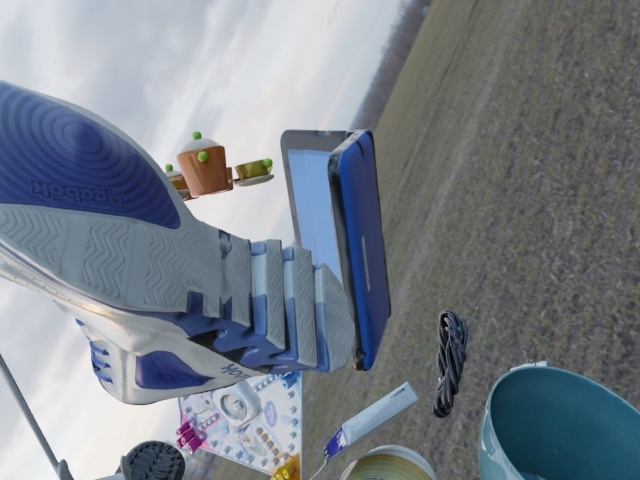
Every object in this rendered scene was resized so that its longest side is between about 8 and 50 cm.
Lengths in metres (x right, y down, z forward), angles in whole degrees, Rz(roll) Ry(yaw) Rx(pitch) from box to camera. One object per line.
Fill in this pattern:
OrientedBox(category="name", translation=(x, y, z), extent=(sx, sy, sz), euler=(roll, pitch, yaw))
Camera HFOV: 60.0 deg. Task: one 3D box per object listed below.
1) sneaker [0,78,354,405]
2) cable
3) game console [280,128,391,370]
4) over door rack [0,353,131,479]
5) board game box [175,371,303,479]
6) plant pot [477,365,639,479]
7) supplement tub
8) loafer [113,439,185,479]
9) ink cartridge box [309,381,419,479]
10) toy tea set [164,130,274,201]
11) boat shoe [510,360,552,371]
OrientedBox(category="sneaker", translation=(-0.139, 0.048, 0.410), extent=(0.182, 0.315, 0.127), euler=(-31, 43, 30))
OrientedBox(category="cable", translation=(0.193, 0.188, 0.848), extent=(0.184, 0.047, 0.151), euler=(77, -154, -61))
OrientedBox(category="game console", translation=(0.000, 0.000, 0.793), extent=(0.250, 0.173, 0.293), euler=(-53, -43, -63))
OrientedBox(category="over door rack", translation=(-0.294, 0.072, 0.539), extent=(0.239, 0.108, 0.324), euler=(-112, 0, -60))
OrientedBox(category="board game box", translation=(-0.228, 0.429, 1.433), extent=(0.050, 0.390, 0.390), euler=(-36, -48, -58))
OrientedBox(category="plant pot", translation=(0.369, 0.371, 0.866), extent=(0.290, 0.290, 0.195), euler=(-67, -8, -56))
OrientedBox(category="supplement tub", translation=(0.122, 0.549, 1.071), extent=(0.228, 0.228, 0.316), euler=(-64, -14, 10))
OrientedBox(category="loafer", translation=(-0.318, 0.485, 0.833), extent=(0.366, 0.134, 0.130), euler=(-54, -15, -53))
OrientedBox(category="ink cartridge box", translation=(0.073, 0.389, 1.122), extent=(0.224, 0.045, 0.223), euler=(-26, -23, -25))
OrientedBox(category="toy tea set", translation=(-0.265, -0.154, 1.178), extent=(0.336, 0.124, 0.200), euler=(-7, 8, 41))
OrientedBox(category="boat shoe", translation=(0.498, 0.460, 1.376), extent=(0.156, 0.136, 0.367), euler=(-15, 37, 31))
